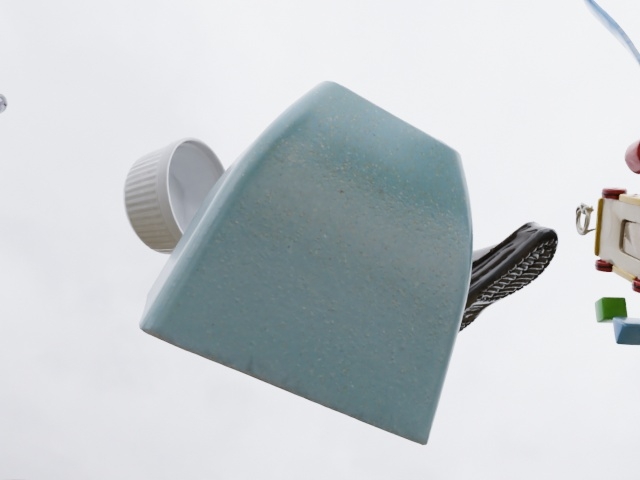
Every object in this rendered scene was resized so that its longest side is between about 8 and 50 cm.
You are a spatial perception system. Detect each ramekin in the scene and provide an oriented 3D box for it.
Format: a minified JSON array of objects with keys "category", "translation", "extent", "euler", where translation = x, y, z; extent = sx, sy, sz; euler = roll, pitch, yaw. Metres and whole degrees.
[{"category":"ramekin","translation":[-0.251,-0.071,1.010],"extent":[0.109,0.207,0.207],"euler":[-9,-44,22]}]

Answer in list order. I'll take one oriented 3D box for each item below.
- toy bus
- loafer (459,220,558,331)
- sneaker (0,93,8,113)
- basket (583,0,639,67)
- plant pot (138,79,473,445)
[{"category":"toy bus","translation":[0.372,-0.003,0.618],"extent":[0.104,0.202,0.191],"euler":[2,-34,5]},{"category":"loafer","translation":[0.190,0.042,0.709],"extent":[0.080,0.078,0.220],"euler":[10,-44,-42]},{"category":"sneaker","translation":[-0.539,-0.140,0.811],"extent":[0.083,0.223,0.098],"euler":[9,-57,26]},{"category":"basket","translation":[0.385,-0.242,0.465],"extent":[0.289,0.254,0.201],"euler":[-33,-49,28]},{"category":"plant pot","translation":[0.000,0.000,0.551],"extent":[0.248,0.252,0.247],"euler":[25,-5,-14]}]
